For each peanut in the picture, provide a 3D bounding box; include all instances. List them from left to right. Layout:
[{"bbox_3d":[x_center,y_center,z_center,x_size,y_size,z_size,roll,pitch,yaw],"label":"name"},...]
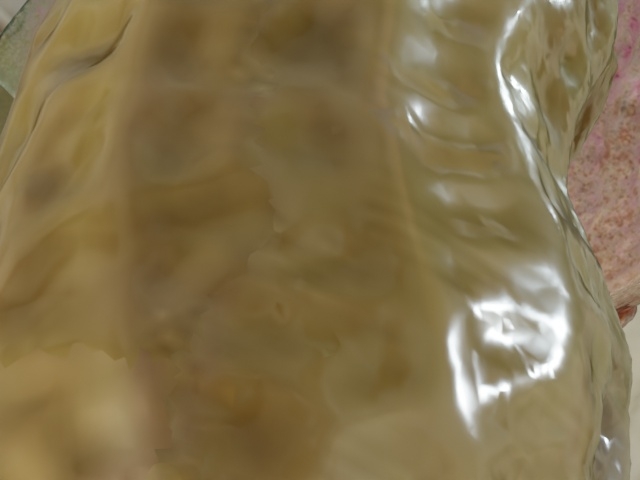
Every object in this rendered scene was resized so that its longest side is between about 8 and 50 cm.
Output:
[{"bbox_3d":[0.000,0.000,0.440,0.140,0.153,0.325,-58,-172,44],"label":"peanut"}]

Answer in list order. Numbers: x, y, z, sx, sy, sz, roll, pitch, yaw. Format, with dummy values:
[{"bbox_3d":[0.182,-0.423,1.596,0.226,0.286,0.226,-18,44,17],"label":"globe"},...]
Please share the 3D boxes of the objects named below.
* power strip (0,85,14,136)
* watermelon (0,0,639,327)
[{"bbox_3d":[-0.207,0.033,0.980,0.387,0.066,0.092,-52,161,-36],"label":"power strip"},{"bbox_3d":[0.069,-0.067,0.955,0.319,0.292,0.222,-39,170,4],"label":"watermelon"}]
